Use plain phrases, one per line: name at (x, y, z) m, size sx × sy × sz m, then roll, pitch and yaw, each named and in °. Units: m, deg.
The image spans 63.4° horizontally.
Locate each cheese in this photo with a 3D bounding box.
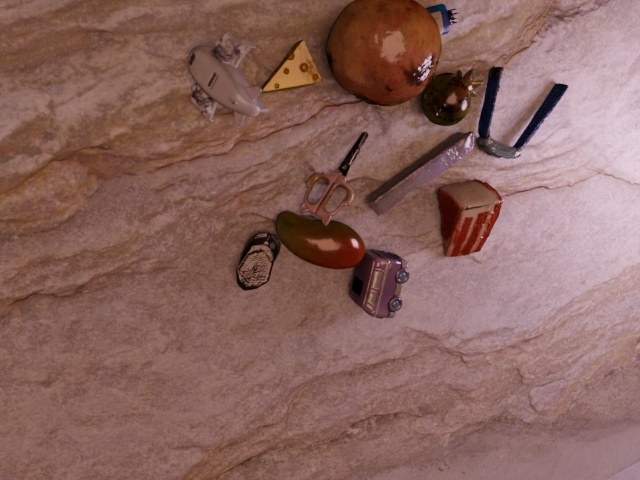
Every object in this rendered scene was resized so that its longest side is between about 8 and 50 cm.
cheese at (-0.100, -0.455, 1.438) m, size 0.171 × 0.093 × 0.126 m, roll -30°, pitch 111°, yaw -4°

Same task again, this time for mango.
mango at (0.000, 0.006, 1.578) m, size 0.289 × 0.129 × 0.146 m, roll 11°, pitch 103°, yaw -9°

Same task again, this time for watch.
watch at (0.646, -0.399, 1.684) m, size 0.276 × 0.068 × 0.274 m, roll 7°, pitch 98°, yaw -17°

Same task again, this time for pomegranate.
pomegranate at (0.403, -0.435, 1.557) m, size 0.220 × 0.156 × 0.156 m, roll -28°, pitch 110°, yaw -11°
pomegranate at (0.166, -0.504, 1.380) m, size 0.322 × 0.322 × 0.322 m, roll -4°, pitch 106°, yaw -15°

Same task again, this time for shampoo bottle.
shampoo bottle at (0.317, -0.639, 1.525) m, size 0.183 × 0.050 × 0.087 m, roll -19°, pitch 106°, yaw -10°

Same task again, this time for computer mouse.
computer mouse at (-0.192, 0.064, 1.572) m, size 0.106 × 0.062 × 0.192 m, roll 25°, pitch 91°, yaw -19°

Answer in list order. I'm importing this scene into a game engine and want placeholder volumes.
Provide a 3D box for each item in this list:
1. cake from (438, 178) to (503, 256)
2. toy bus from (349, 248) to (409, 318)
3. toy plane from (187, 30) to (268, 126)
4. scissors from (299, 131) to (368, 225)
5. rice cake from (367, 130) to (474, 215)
cake at (0.470, -0.080, 1.724) m, size 0.158 × 0.160 × 0.262 m, roll -11°, pitch 142°, yaw -13°
toy bus at (0.182, 0.139, 1.657) m, size 0.142 × 0.142 × 0.202 m, roll 8°, pitch 102°, yaw -23°
toy plane at (-0.250, -0.418, 1.369) m, size 0.252 × 0.118 × 0.252 m, roll 10°, pitch 112°, yaw 25°
scissors at (0.057, -0.198, 1.557) m, size 0.160 × 0.024 × 0.317 m, roll 28°, pitch 81°, yaw 19°
rice cake at (0.319, -0.215, 1.636) m, size 0.399 × 0.064 × 0.070 m, roll -35°, pitch 121°, yaw -4°
